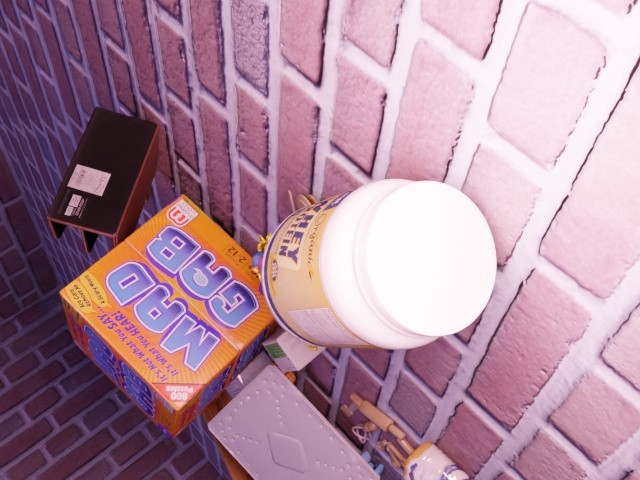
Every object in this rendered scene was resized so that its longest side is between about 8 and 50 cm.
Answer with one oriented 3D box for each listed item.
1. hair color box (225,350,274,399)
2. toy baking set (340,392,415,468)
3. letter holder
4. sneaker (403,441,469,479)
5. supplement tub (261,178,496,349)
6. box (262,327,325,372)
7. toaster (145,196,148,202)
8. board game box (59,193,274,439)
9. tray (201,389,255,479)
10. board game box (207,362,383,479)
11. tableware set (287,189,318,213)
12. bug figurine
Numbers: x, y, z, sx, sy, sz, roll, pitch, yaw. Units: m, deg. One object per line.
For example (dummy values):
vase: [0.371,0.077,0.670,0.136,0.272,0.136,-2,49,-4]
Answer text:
hair color box: [-0.250,0.318,2.018,0.374,0.114,0.185,53,153,1]
toy baking set: [0.121,0.435,1.628,0.256,0.030,0.196,35,148,35]
letter holder: [-0.493,-0.115,1.669,0.152,0.301,0.214,16,153,-4]
sneaker: [0.248,0.548,1.460,0.131,0.112,0.296,28,145,42]
supplement tub: [0.071,0.039,1.012,0.228,0.228,0.316,59,154,-8]
box: [-0.055,0.230,1.597,0.087,0.102,0.101,54,153,-4]
toaster: [-0.553,-0.175,1.942,0.168,0.110,0.185,48,154,15]
board game box: [-0.337,0.189,1.687,0.356,0.356,0.356,42,153,8]
tray: [-0.238,0.628,2.234,0.410,0.076,0.202,58,134,28]
board game box: [-0.075,0.536,1.863,0.390,0.050,0.390,46,131,4]
tableware set: [0.000,0.000,1.306,0.128,0.039,0.194,38,146,54]
bug figurine: [-0.065,0.103,1.467,0.279,0.072,0.216,49,168,12]
